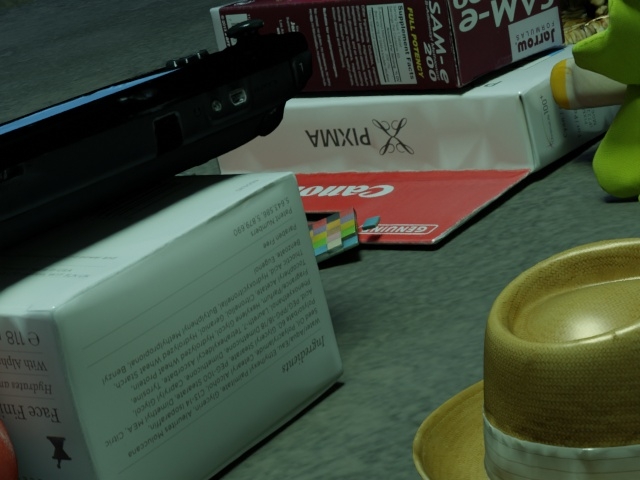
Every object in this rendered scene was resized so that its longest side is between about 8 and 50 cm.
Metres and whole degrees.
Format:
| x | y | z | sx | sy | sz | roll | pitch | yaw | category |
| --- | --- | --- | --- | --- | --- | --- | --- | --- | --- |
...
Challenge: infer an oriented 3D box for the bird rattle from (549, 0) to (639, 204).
| x | y | z | sx | sy | sz | roll | pitch | yaw | category |
| --- | --- | --- | --- | --- | --- | --- | --- | --- | --- |
| 0.263 | -0.122 | 1.031 | 0.253 | 0.143 | 0.207 | -19 | 11 | -23 | bird rattle |

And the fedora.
| x | y | z | sx | sy | sz | roll | pitch | yaw | category |
| --- | --- | --- | --- | --- | --- | --- | --- | --- | --- |
| 0.128 | 0.050 | 0.663 | 0.194 | 0.079 | 0.194 | -10 | 20 | 3 | fedora |

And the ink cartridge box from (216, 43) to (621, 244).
| x | y | z | sx | sy | sz | roll | pitch | yaw | category |
| --- | --- | --- | --- | --- | --- | --- | --- | --- | --- |
| 0.031 | -0.073 | 1.165 | 0.296 | 0.066 | 0.261 | 0 | 21 | 39 | ink cartridge box |

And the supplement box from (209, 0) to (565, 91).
| x | y | z | sx | sy | sz | roll | pitch | yaw | category |
| --- | --- | --- | --- | --- | --- | --- | --- | --- | --- |
| 0.047 | -0.161 | 1.201 | 0.239 | 0.073 | 0.130 | 4 | 22 | 43 | supplement box |

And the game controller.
| x | y | z | sx | sy | sz | roll | pitch | yaw | category |
| --- | --- | --- | --- | --- | --- | --- | --- | --- | --- |
| -0.149 | -0.044 | 0.797 | 0.166 | 0.067 | 0.319 | 3 | 21 | 42 | game controller |

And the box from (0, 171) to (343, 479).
| x | y | z | sx | sy | sz | roll | pitch | yaw | category |
| --- | --- | --- | --- | --- | --- | --- | --- | --- | --- |
| -0.119 | 0.050 | 0.797 | 0.181 | 0.119 | 0.182 | 0 | 21 | 38 | box |

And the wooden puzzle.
| x | y | z | sx | sy | sz | roll | pitch | yaw | category |
| --- | --- | --- | --- | --- | --- | --- | --- | --- | --- |
| 0.000 | 0.000 | 1.028 | 0.083 | 0.006 | 0.049 | -24 | 24 | 10 | wooden puzzle |

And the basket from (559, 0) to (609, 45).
| x | y | z | sx | sy | sz | roll | pitch | yaw | category |
| --- | --- | --- | --- | --- | --- | --- | --- | --- | --- |
| 0.195 | -0.317 | 1.416 | 0.213 | 0.299 | 0.223 | -11 | 15 | 5 | basket |

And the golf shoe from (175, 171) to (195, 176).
| x | y | z | sx | sy | sz | roll | pitch | yaw | category |
| --- | --- | --- | --- | --- | --- | --- | --- | --- | --- |
| -0.151 | -0.010 | 1.090 | 0.198 | 0.077 | 0.094 | 1 | 22 | 42 | golf shoe |

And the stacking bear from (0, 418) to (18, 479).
| x | y | z | sx | sy | sz | roll | pitch | yaw | category |
| --- | --- | --- | --- | --- | --- | --- | --- | --- | --- |
| -0.268 | 0.102 | 0.708 | 0.289 | 0.175 | 0.164 | 4 | 13 | 23 | stacking bear |
